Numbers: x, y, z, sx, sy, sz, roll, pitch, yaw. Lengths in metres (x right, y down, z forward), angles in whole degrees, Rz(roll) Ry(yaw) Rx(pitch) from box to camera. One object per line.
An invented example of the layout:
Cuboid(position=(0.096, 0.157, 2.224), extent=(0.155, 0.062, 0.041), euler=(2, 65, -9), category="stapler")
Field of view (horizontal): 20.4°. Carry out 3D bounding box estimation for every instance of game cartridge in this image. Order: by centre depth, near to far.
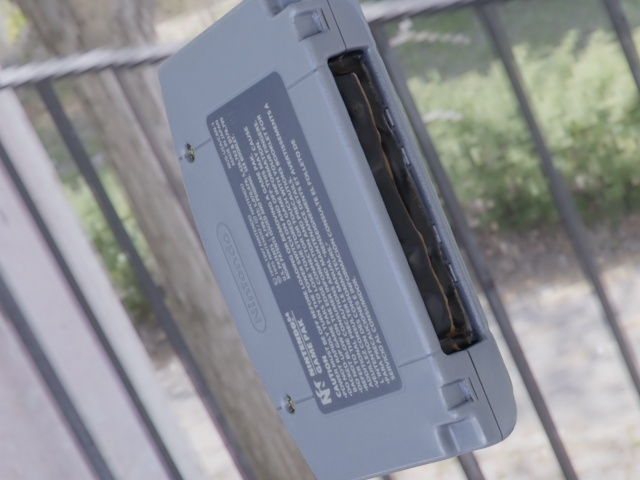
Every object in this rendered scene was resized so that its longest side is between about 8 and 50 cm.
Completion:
Cuboid(position=(0.000, 0.000, 1.093), extent=(0.062, 0.297, 0.198), euler=(-20, -3, -30), category="game cartridge")
